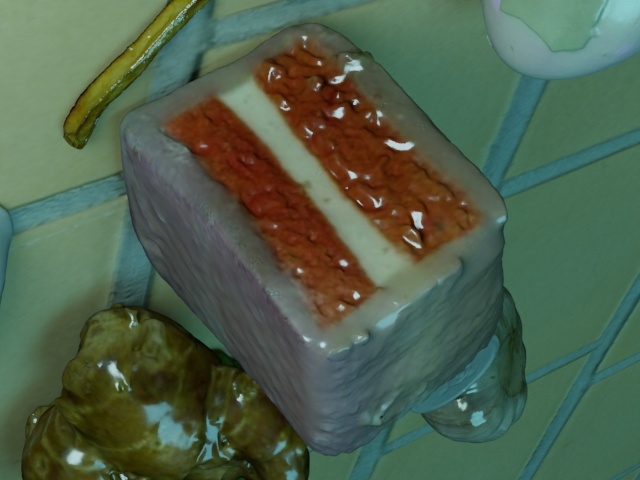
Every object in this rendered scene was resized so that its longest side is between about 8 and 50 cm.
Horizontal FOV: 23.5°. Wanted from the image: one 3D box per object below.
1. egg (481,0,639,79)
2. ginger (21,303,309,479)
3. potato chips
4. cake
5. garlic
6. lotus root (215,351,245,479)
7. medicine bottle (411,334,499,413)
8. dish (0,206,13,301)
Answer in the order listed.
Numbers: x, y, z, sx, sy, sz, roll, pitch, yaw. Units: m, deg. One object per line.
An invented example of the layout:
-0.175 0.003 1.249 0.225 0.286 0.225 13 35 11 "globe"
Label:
0.236 -0.241 1.391 0.183 0.183 0.217 -11 145 -43 "egg"
-0.164 0.230 1.560 0.274 0.152 0.357 18 122 -16 "ginger"
-0.141 -0.150 1.232 0.204 0.026 0.037 -47 156 13 "potato chips"
0.000 0.000 1.339 0.237 0.309 0.230 -35 155 -16 "cake"
0.148 0.151 1.947 0.212 0.218 0.218 -5 166 26 "garlic"
-0.121 0.242 1.704 0.186 0.186 0.186 -30 152 -18 "lotus root"
0.068 0.053 1.574 0.139 0.237 0.139 -32 153 -18 "medicine bottle"
-0.335 0.065 1.257 0.229 0.081 0.229 -30 152 -18 "dish"
